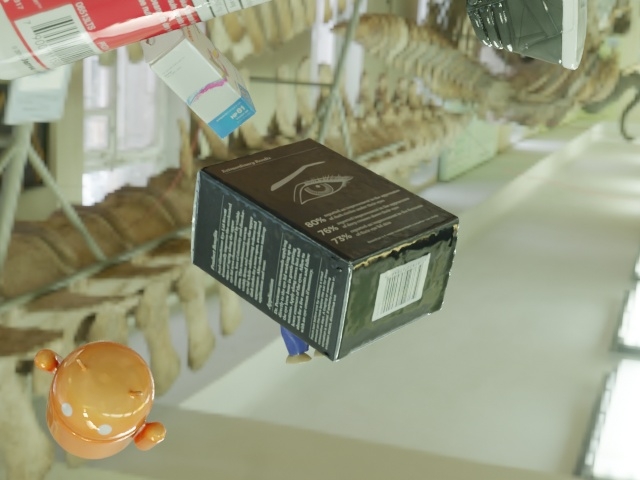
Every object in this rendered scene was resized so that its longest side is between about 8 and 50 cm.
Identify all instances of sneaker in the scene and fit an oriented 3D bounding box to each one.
[{"bbox_3d":[0.242,-0.337,1.245,0.147,0.295,0.104,9,-133,20],"label":"sneaker"}]

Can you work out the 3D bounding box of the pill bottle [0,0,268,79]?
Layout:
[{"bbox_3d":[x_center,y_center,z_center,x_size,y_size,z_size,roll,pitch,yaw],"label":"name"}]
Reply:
[{"bbox_3d":[-0.136,-0.306,0.922,0.408,0.228,0.229,-17,-168,0],"label":"pill bottle"}]

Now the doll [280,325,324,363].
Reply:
[{"bbox_3d":[-0.031,0.054,1.272,0.129,0.188,0.046,-11,180,-21],"label":"doll"}]

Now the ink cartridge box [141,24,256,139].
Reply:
[{"bbox_3d":[-0.130,-0.179,1.093,0.122,0.052,0.088,43,-165,-39],"label":"ink cartridge box"}]

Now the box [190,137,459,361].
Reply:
[{"bbox_3d":[0.000,0.000,0.984,0.153,0.108,0.207,-20,-140,-40],"label":"box"}]

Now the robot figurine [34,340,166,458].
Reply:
[{"bbox_3d":[-0.280,0.200,1.303,0.128,0.158,0.219,-14,162,-24],"label":"robot figurine"}]
